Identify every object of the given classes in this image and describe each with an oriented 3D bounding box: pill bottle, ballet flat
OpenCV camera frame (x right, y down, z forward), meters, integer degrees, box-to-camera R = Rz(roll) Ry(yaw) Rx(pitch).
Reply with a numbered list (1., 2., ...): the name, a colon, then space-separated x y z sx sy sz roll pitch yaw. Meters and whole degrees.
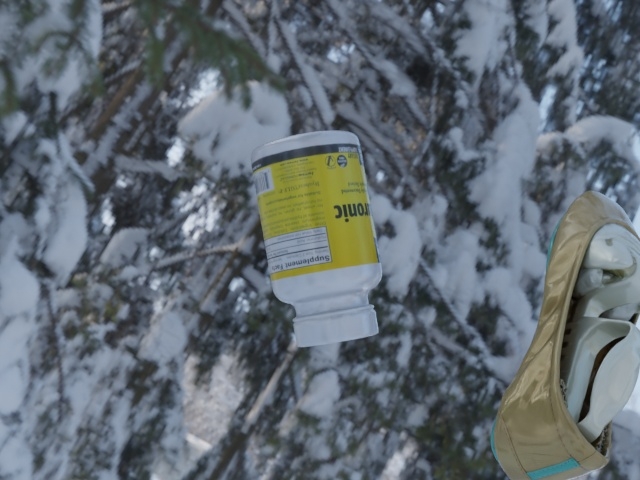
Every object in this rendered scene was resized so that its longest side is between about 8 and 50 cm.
1. pill bottle: 0.000 0.000 0.531 0.065 0.116 0.065 -9 -3 -1
2. ballet flat: 0.176 0.052 0.579 0.080 0.232 0.073 40 -36 -19
